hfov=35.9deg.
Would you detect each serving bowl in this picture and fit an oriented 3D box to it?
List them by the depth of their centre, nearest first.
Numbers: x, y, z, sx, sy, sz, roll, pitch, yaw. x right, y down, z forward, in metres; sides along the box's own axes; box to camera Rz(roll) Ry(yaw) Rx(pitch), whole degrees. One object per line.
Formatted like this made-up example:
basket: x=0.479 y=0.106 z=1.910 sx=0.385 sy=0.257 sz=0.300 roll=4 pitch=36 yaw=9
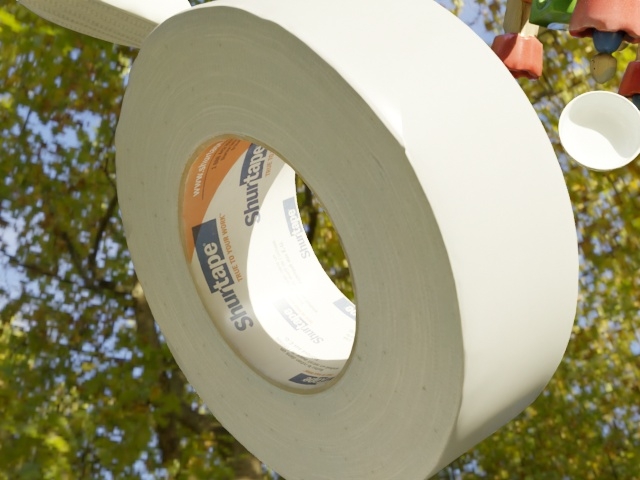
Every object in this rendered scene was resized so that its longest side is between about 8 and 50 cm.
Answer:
serving bowl: x=0.275 y=-0.104 z=0.972 sx=0.083 sy=0.083 sz=0.027 roll=-8 pitch=-19 yaw=3

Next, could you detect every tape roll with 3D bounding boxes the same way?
tape roll: x=0.000 y=0.000 z=0.432 sx=0.072 sy=0.219 sz=0.219 roll=-25 pitch=-37 yaw=-38

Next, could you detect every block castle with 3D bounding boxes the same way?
block castle: x=0.417 y=-0.265 z=1.296 sx=0.303 sy=0.453 sz=0.213 roll=10 pitch=-88 yaw=-6

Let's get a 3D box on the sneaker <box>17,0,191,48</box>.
sneaker: x=-0.164 y=-0.242 z=0.682 sx=0.108 sy=0.169 sz=0.292 roll=6 pitch=-6 yaw=24
